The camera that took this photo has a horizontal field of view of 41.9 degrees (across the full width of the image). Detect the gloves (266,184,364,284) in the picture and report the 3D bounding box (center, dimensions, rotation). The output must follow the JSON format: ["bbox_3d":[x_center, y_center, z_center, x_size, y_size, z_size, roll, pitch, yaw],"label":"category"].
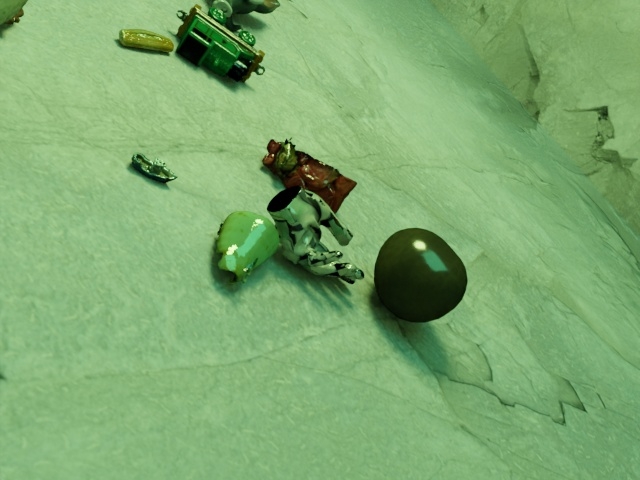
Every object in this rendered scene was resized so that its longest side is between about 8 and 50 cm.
[{"bbox_3d":[-0.008,0.004,1.497,0.127,0.111,0.212,-90,154,-59],"label":"gloves"}]

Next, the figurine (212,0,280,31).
[{"bbox_3d":[-0.190,-0.594,2.047,0.193,0.140,0.265,12,47,-5],"label":"figurine"}]

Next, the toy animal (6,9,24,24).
[{"bbox_3d":[-0.603,-0.467,1.436,0.224,0.066,0.230,40,7,-26],"label":"toy animal"}]

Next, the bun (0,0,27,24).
[{"bbox_3d":[-0.597,-0.393,1.191,0.365,0.219,0.365,17,47,-19],"label":"bun"}]

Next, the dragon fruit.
[{"bbox_3d":[-0.023,-0.145,1.679,0.192,0.092,0.122,37,29,-7],"label":"dragon fruit"}]

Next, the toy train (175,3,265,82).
[{"bbox_3d":[-0.224,-0.418,1.818,0.227,0.091,0.136,35,40,-14],"label":"toy train"}]

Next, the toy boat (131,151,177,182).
[{"bbox_3d":[-0.278,-0.123,1.404,0.083,0.038,0.038,28,32,-20],"label":"toy boat"}]

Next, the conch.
[{"bbox_3d":[-0.131,0.006,1.375,0.105,0.079,0.170,27,36,5],"label":"conch"}]

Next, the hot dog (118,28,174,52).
[{"bbox_3d":[-0.355,-0.407,1.701,0.137,0.028,0.044,-9,82,-51],"label":"hot dog"}]

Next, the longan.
[{"bbox_3d":[0.181,0.065,1.564,0.189,0.189,0.189,30,31,-20],"label":"longan"}]
